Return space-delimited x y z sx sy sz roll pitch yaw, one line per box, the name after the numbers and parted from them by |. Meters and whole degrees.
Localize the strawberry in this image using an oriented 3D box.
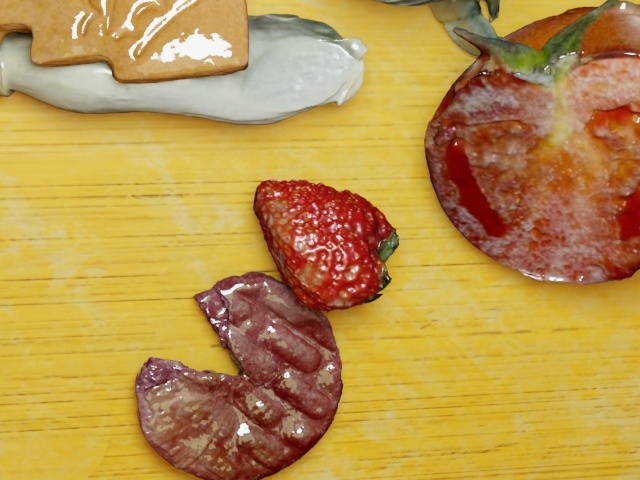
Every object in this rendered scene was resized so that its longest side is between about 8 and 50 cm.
-0.001 0.007 1.537 0.148 0.131 0.131 14 101 -10 | strawberry

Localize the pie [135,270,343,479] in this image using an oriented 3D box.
-0.081 0.144 1.595 0.218 0.054 0.204 -39 110 -3 | pie

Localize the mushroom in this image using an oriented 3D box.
-0.134 -0.160 1.467 0.351 0.109 0.097 -1 124 -13 | mushroom

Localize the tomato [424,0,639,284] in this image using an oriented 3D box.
0.260 -0.113 1.538 0.309 0.170 0.309 12 137 11 | tomato

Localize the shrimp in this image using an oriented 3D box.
0.209 -0.252 1.560 0.217 0.051 0.150 -2 111 -8 | shrimp

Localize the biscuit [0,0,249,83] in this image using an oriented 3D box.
-0.183 -0.252 1.401 0.306 0.043 0.284 37 81 5 | biscuit

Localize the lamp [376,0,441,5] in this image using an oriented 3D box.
0.103 -0.336 1.418 0.233 0.233 0.265 26 82 -18 | lamp
